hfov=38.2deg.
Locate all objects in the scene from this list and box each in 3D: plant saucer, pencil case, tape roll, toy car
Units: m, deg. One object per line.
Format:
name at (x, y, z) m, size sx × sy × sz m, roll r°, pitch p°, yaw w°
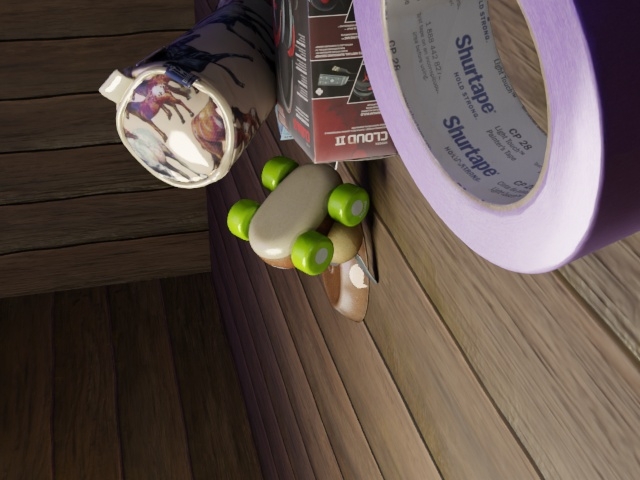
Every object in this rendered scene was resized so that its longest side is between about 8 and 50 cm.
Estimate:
plant saucer at (0.029, 0.027, 1.390) m, size 0.198 × 0.036 × 0.198 m, roll 173°, pitch 90°, yaw -77°
pencil case at (-0.132, -0.246, 1.290) m, size 0.183 × 0.160 × 0.410 m, roll 49°, pitch -145°, yaw -16°
tape roll at (0.121, -0.121, 0.585) m, size 0.275 × 0.090 × 0.275 m, roll 56°, pitch 159°, yaw 34°
toy car at (0.000, 0.000, 1.227) m, size 0.155 × 0.149 × 0.188 m, roll 26°, pitch 164°, yaw 40°

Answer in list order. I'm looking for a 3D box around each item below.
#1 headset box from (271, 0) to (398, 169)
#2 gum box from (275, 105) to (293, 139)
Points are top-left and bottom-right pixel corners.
headset box at (0.013, -0.237, 1.133) m, size 0.218 × 0.110 × 0.293 m, roll -123°, pitch 29°, yaw -64°
gum box at (-0.052, -0.282, 1.577) m, size 0.184 × 0.041 × 0.157 m, roll 115°, pitch 146°, yaw -67°
